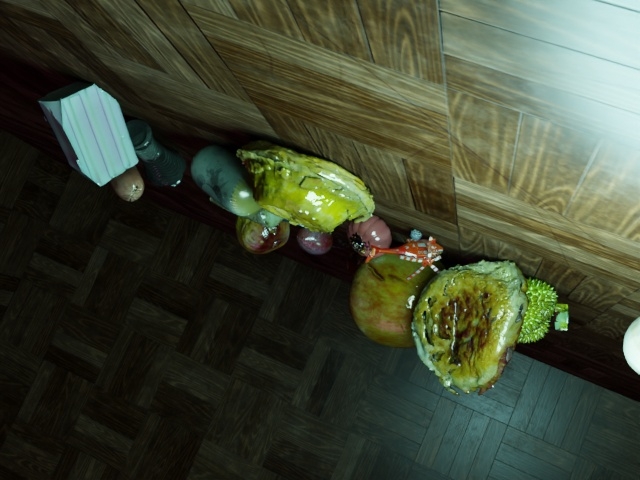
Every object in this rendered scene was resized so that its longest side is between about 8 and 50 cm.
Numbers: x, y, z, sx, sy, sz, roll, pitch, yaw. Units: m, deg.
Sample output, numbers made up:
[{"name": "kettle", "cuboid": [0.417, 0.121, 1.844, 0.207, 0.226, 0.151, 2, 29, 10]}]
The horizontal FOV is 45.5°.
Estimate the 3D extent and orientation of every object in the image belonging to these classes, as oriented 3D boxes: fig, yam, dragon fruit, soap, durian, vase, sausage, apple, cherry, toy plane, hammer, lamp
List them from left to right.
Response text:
[{"name": "soap", "cuboid": [-0.504, -0.240, 1.655, 0.091, 0.145, 0.230, 24, 140, 35]}, {"name": "sausage", "cuboid": [-0.530, -0.220, 1.874, 0.088, 0.088, 0.433, 31, -168, -49]}, {"name": "vase", "cuboid": [-0.416, -0.218, 1.873, 0.115, 0.115, 0.237, 22, 168, 12]}, {"name": "yam", "cuboid": [-0.180, -0.108, 1.870, 0.194, 0.107, 0.107, 22, 173, 29]}, {"name": "fig", "cuboid": [-0.197, -0.068, 2.248, 0.257, 0.159, 0.159, 43, -173, 37]}, {"name": "hammer", "cuboid": [-0.130, -0.115, 1.701, 0.305, 0.113, 0.202, 13, -160, -49]}, {"name": "cherry", "cuboid": [0.000, 0.000, 2.245, 0.107, 0.090, 0.225, 7, 176, 25]}, {"name": "lamp", "cuboid": [0.109, -0.011, 1.707, 0.107, 0.092, 0.107, 31, 144, 26]}, {"name": "dragon fruit", "cuboid": [0.188, 0.079, 2.161, 0.246, 0.125, 0.125, 4, 154, 17]}, {"name": "toy plane", "cuboid": [0.181, 0.030, 1.647, 0.126, 0.194, 0.077, 91, 162, -45]}, {"name": "apple", "cuboid": [0.211, 0.142, 1.881, 0.264, 0.264, 0.264, 23, 174, 3]}, {"name": "durian", "cuboid": [0.420, 0.146, 1.647, 0.159, 0.146, 0.198, 3, 155, -23]}]

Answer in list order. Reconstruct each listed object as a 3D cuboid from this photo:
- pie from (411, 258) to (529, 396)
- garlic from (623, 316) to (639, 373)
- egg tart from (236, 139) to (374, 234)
[{"name": "pie", "cuboid": [0.301, 0.173, 1.594, 0.085, 0.308, 0.308, 11, -177, -39]}, {"name": "garlic", "cuboid": [0.522, 0.113, 0.959, 0.203, 0.184, 0.281, -2, 164, -26]}, {"name": "egg tart", "cuboid": [-0.036, -0.092, 1.462, 0.295, 0.116, 0.295, 24, 175, 2]}]
